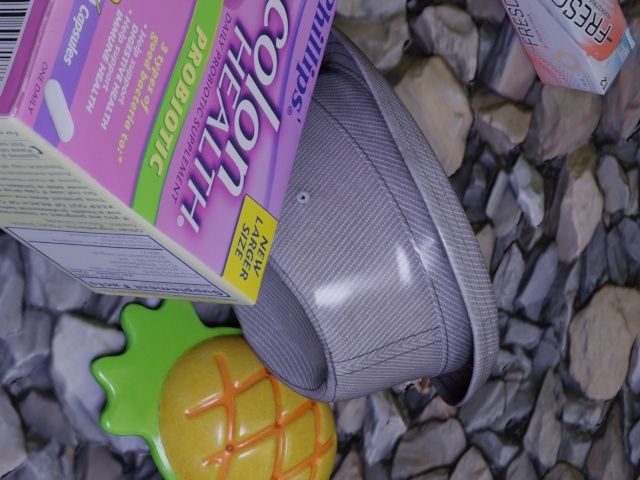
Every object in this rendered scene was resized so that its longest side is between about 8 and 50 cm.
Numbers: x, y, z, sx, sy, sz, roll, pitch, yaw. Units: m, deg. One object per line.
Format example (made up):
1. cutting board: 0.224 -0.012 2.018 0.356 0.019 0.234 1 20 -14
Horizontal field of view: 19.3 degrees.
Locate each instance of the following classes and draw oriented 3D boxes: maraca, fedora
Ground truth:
1. maraca: -0.066 0.112 1.225 0.185 0.099 0.127 37 61 -21
2. fedora: 0.000 0.000 1.182 0.124 0.275 0.244 -23 141 -13

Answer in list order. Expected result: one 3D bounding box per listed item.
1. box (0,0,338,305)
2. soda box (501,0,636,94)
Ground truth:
1. box: -0.113 -0.108 1.035 0.243 0.117 0.214 43 57 -53
2. soda box: 0.175 -0.193 1.419 0.058 0.063 0.183 -55 135 -22
